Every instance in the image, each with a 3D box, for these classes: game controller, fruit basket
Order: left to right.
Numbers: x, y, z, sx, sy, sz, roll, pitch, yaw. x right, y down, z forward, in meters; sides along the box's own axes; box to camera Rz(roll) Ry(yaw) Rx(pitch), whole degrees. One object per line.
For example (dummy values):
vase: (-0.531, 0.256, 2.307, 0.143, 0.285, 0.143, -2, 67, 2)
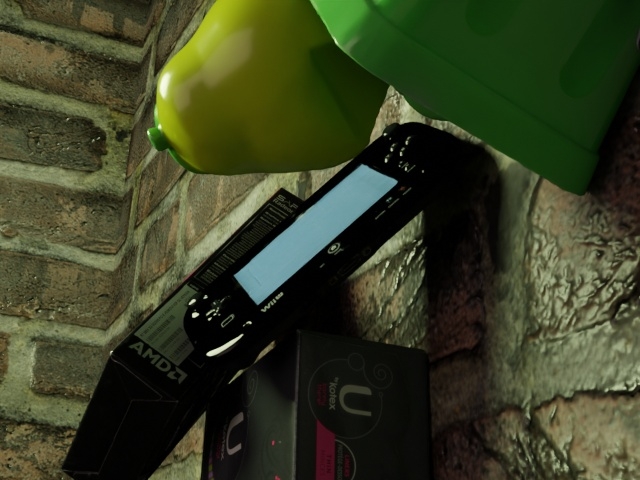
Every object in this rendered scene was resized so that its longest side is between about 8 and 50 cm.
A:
game controller: (0.000, 0.000, 0.978, 0.319, 0.067, 0.166, -42, 14, -4)
fruit basket: (0.047, -0.165, 0.848, 0.392, 0.282, 0.392, -40, 37, 38)

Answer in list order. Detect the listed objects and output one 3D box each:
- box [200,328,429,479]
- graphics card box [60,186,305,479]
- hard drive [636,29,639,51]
box: (-0.016, 0.215, 1.016, 0.270, 0.143, 0.165, 136, 140, -55)
graphics card box: (-0.135, 0.118, 1.178, 0.371, 0.094, 0.233, -50, -7, -49)
hard drive: (0.285, -0.186, 0.580, 0.172, 0.054, 0.255, -110, 37, -53)
